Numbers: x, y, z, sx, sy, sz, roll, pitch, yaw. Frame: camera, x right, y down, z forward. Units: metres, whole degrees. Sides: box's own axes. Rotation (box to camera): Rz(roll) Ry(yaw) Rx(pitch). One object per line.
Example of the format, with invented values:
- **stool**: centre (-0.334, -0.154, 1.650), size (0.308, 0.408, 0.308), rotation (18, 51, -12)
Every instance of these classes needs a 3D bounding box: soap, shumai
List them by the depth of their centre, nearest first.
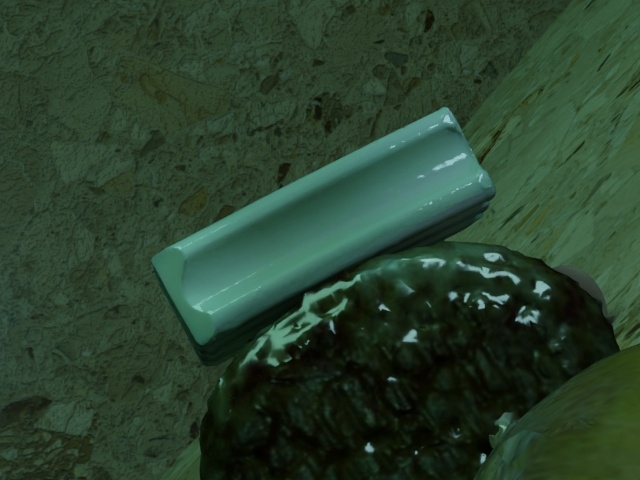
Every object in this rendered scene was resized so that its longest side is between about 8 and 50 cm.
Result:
- **soap**: centre (0.000, 0.000, 1.458), size (0.289, 0.095, 0.173), rotation (-27, -9, -7)
- **shumai**: centre (0.082, 0.160, 1.462), size (0.395, 0.395, 0.348), rotation (-44, 10, 8)

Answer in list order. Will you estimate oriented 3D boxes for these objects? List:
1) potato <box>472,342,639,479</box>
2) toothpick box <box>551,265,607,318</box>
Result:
- **potato**: centre (0.210, 0.209, 0.757), size (0.385, 0.319, 0.442), rotation (-42, 11, 34)
- **toothpick box**: centre (0.244, 0.092, 1.863), size (0.098, 0.098, 0.149), rotation (-50, 9, -27)
